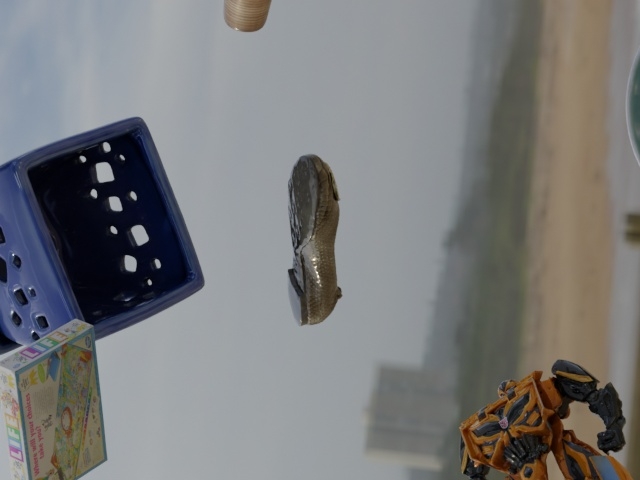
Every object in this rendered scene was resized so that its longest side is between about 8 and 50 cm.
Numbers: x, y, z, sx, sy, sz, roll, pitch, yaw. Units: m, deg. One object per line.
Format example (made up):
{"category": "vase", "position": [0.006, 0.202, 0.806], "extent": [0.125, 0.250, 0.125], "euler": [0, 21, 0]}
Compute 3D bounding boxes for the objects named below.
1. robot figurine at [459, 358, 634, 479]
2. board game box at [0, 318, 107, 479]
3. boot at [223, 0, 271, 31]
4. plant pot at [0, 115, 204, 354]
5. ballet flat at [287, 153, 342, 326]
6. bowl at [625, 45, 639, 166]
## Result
{"category": "robot figurine", "position": [0.244, 0.263, 2.009], "extent": [0.085, 0.211, 0.291], "euler": [20, -142, -50]}
{"category": "board game box", "position": [-0.253, 0.164, 1.840], "extent": [0.103, 0.026, 0.154], "euler": [-31, -51, -43]}
{"category": "boot", "position": [-0.057, -0.306, 1.789], "extent": [0.197, 0.073, 0.152], "euler": [-100, 17, -44]}
{"category": "plant pot", "position": [-0.316, 0.003, 2.351], "extent": [0.236, 0.212, 0.236], "euler": [-27, -81, -49]}
{"category": "ballet flat", "position": [0.000, 0.000, 2.120], "extent": [0.249, 0.058, 0.084], "euler": [92, 162, -44]}
{"category": "bowl", "position": [0.542, -0.161, 2.343], "extent": [0.163, 0.312, 0.311], "euler": [2, -85, -59]}
